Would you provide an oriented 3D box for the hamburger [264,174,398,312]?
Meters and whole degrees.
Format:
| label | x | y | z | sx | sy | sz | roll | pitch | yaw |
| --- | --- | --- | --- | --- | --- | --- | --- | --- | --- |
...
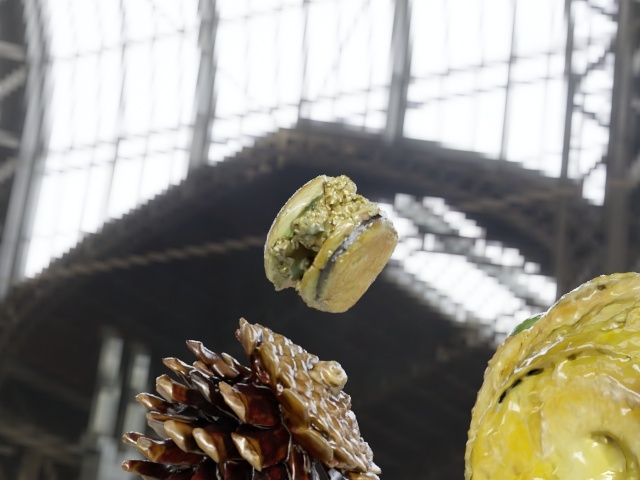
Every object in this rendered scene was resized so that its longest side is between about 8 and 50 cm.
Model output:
| label | x | y | z | sx | sy | sz | roll | pitch | yaw |
| --- | --- | --- | --- | --- | --- | --- | --- | --- | --- |
| hamburger | 0.000 | 0.000 | 2.367 | 0.131 | 0.159 | 0.185 | 38 | -3 | 20 |

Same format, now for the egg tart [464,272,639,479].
| label | x | y | z | sx | sy | sz | roll | pitch | yaw |
| --- | --- | --- | --- | --- | --- | --- | --- | --- | --- |
| egg tart | 0.212 | 0.174 | 1.431 | 0.129 | 0.341 | 0.341 | 14 | -20 | -42 |

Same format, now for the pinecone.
| label | x | y | z | sx | sy | sz | roll | pitch | yaw |
| --- | --- | --- | --- | --- | --- | --- | --- | --- | --- |
| pinecone | -0.082 | 0.205 | 2.003 | 0.264 | 0.264 | 0.264 | 7 | -21 | 3 |

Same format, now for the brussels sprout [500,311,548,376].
| label | x | y | z | sx | sy | sz | roll | pitch | yaw |
| --- | --- | --- | --- | --- | --- | --- | --- | --- | --- |
| brussels sprout | 0.272 | 0.144 | 2.085 | 0.183 | 0.131 | 0.145 | 32 | -55 | -31 |
